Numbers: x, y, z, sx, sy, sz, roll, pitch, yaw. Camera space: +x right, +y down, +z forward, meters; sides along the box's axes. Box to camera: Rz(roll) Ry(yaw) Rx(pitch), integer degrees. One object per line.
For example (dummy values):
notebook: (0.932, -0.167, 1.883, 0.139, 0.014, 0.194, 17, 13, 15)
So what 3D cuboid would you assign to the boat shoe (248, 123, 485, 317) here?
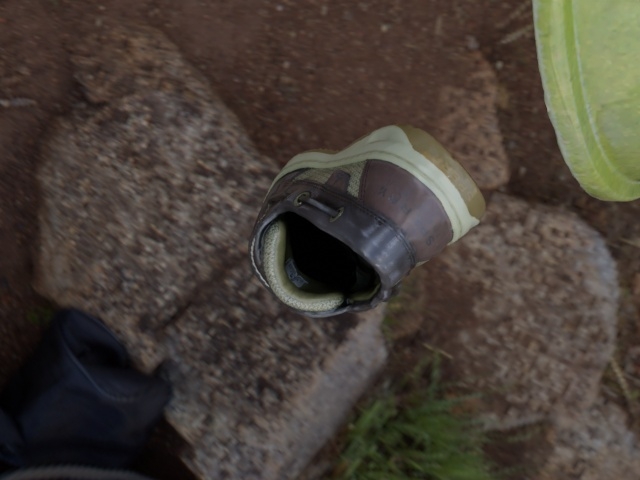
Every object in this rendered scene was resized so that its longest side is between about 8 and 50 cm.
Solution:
boat shoe: (0.000, 0.000, 0.484, 0.049, 0.152, 0.056, -41, 93, -22)

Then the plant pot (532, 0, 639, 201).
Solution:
plant pot: (0.242, -0.136, 0.531, 0.276, 0.253, 0.276, -29, 123, -58)
